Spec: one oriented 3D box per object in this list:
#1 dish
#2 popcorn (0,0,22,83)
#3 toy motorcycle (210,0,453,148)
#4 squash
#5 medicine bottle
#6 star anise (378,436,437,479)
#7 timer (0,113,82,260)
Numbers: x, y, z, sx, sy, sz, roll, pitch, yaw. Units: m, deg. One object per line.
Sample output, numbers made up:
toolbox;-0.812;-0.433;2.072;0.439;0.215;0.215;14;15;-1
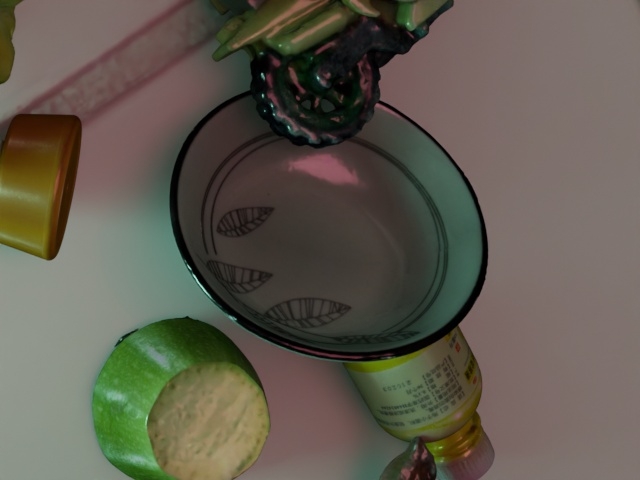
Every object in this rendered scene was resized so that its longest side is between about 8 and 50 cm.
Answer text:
dish;0.000;0.000;1.406;0.316;0.106;0.316;9;57;-14
popcorn;-0.386;-0.169;1.141;0.312;0.312;0.312;-1;92;-27
toy motorcycle;0.049;-0.286;1.417;0.237;0.169;0.410;44;69;-10
squash;-0.124;0.160;1.377;0.170;0.123;0.170;-1;94;-22
medicine bottle;0.108;0.154;1.489;0.122;0.122;0.212;-41;119;-20
star anise;0.091;0.319;1.445;0.073;0.212;0.197;7;47;-56
timer;-0.298;-0.059;1.291;0.152;0.132;0.132;11;86;-5
